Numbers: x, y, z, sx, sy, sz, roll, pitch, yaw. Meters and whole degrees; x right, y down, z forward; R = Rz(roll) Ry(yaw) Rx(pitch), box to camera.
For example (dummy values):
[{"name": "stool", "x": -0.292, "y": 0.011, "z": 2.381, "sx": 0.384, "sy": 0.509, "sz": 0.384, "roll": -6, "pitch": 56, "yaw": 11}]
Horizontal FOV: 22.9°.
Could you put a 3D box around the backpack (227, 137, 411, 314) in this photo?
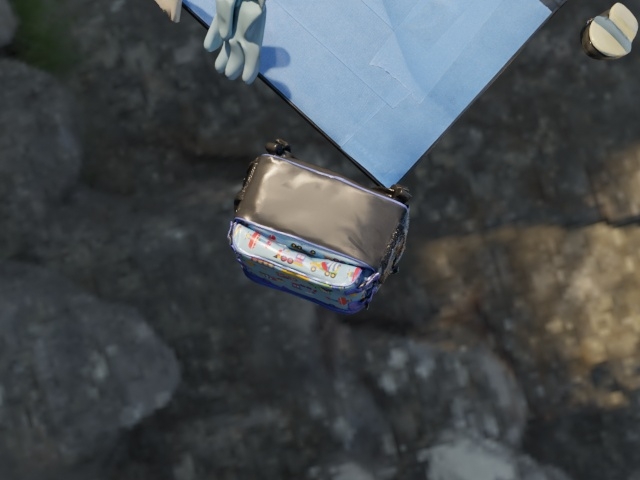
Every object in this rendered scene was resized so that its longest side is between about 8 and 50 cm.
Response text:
[{"name": "backpack", "x": 0.000, "y": 0.000, "z": 1.466, "sx": 0.173, "sy": 0.158, "sz": 0.117, "roll": 83, "pitch": 29, "yaw": -74}]

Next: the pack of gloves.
[{"name": "pack of gloves", "x": -0.087, "y": -0.265, "z": 1.401, "sx": 0.195, "sy": 0.046, "sz": 0.232, "roll": 51, "pitch": -31, "yaw": 21}]

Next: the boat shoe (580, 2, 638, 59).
[{"name": "boat shoe", "x": 0.286, "y": -0.203, "z": 1.596, "sx": 0.049, "sy": 0.042, "sz": 0.133, "roll": 50, "pitch": 29, "yaw": -3}]

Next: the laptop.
[{"name": "laptop", "x": 0.076, "y": -0.324, "z": 1.436, "sx": 0.382, "sy": 0.408, "sz": 0.236, "roll": 42, "pitch": 54, "yaw": -4}]
